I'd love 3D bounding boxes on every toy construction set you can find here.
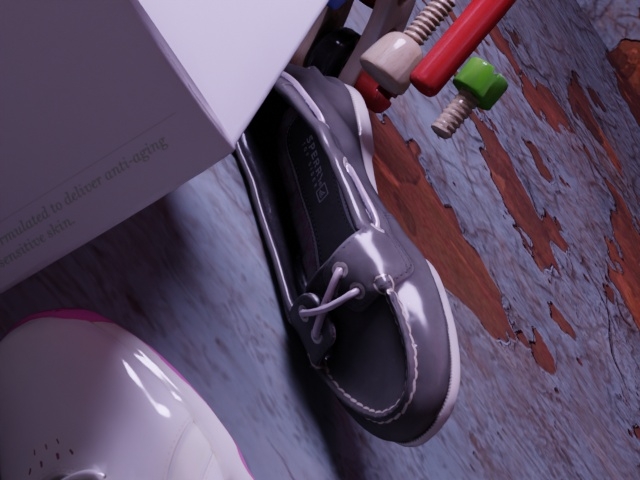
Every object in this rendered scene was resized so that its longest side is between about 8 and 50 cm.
[{"bbox_3d":[0.068,-0.234,1.280,0.309,0.237,0.257,33,-10,46],"label":"toy construction set"}]

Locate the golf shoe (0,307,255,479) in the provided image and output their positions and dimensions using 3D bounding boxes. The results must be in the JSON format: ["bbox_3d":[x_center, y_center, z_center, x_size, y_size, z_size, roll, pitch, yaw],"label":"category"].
[{"bbox_3d":[-0.084,0.168,0.743,0.140,0.115,0.306,1,60,-62],"label":"golf shoe"}]

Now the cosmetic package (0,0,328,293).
[{"bbox_3d":[-0.121,-0.127,0.924,0.155,0.197,0.365,55,23,-15],"label":"cosmetic package"}]

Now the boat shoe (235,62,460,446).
[{"bbox_3d":[0.000,0.000,1.170,0.095,0.112,0.335,19,36,-34],"label":"boat shoe"}]
